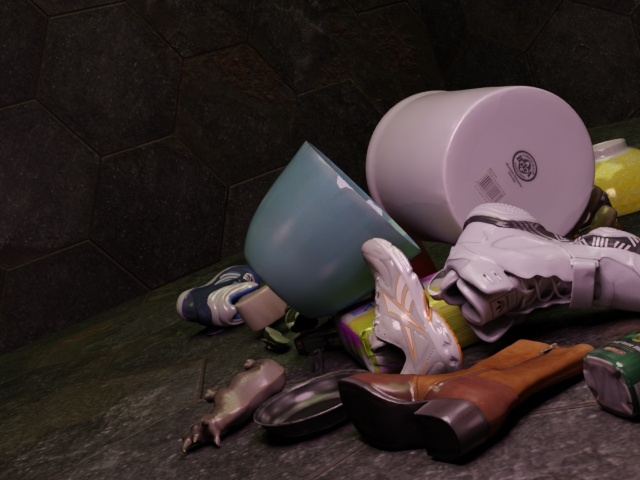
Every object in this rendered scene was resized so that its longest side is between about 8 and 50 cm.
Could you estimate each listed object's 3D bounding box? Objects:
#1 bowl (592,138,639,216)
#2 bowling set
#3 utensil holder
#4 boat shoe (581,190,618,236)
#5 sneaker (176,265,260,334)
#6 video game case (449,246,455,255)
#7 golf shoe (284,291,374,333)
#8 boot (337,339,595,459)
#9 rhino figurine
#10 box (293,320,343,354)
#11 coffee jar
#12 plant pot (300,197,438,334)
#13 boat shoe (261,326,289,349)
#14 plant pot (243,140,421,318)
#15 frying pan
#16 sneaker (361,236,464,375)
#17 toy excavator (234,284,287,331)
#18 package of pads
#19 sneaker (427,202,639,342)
[{"bbox_3d":[0.714,-0.160,2.081,0.289,0.156,0.289,-18,9,3],"label":"bowl"},{"bbox_3d":[0.514,-0.005,1.692,0.154,0.199,0.287,-61,11,-3],"label":"bowling set"},{"bbox_3d":[0.304,-0.142,1.662,0.327,0.328,0.385,-21,11,-14],"label":"utensil holder"},{"bbox_3d":[0.511,-0.029,1.853,0.301,0.102,0.108,-20,8,-10],"label":"boat shoe"},{"bbox_3d":[-0.207,0.153,2.292,0.236,0.130,0.322,0,13,37],"label":"sneaker"},{"bbox_3d":[0.337,0.044,1.572,0.193,0.023,0.212,14,0,9],"label":"video game case"},{"bbox_3d":[0.021,0.142,1.723,0.198,0.077,0.094,-25,18,9],"label":"golf shoe"},{"bbox_3d":[0.194,0.186,1.169,0.280,0.096,0.264,-24,9,-35],"label":"boot"},{"bbox_3d":[-0.150,0.278,1.424,0.106,0.073,0.243,-17,15,46],"label":"rhino figurine"},{"bbox_3d":[0.059,0.183,1.711,0.207,0.036,0.114,-13,10,36],"label":"box"},{"bbox_3d":[0.417,0.140,1.013,0.184,0.079,0.096,-21,8,-15],"label":"coffee jar"},{"bbox_3d":[0.082,0.043,1.893,0.267,0.236,0.267,-15,9,26],"label":"plant pot"},{"bbox_3d":[-0.102,0.219,1.837,0.046,0.038,0.125,23,0,-20],"label":"boat shoe"},{"bbox_3d":[0.000,0.000,1.559,0.235,0.293,0.293,-46,5,7],"label":"plant pot"},{"bbox_3d":[-0.030,0.254,1.384,0.197,0.053,0.326,-22,6,-18],"label":"frying pan"},{"bbox_3d":[0.116,0.115,1.341,0.121,0.262,0.099,-28,-25,-5],"label":"sneaker"},{"bbox_3d":[-0.044,0.077,2.185,0.445,0.222,0.433,-36,8,-15],"label":"toy excavator"},{"bbox_3d":[0.190,0.134,1.501,0.296,0.101,0.229,-21,8,-9],"label":"package of pads"},{"bbox_3d":[0.350,0.073,1.300,0.365,0.137,0.210,20,50,32],"label":"sneaker"}]
